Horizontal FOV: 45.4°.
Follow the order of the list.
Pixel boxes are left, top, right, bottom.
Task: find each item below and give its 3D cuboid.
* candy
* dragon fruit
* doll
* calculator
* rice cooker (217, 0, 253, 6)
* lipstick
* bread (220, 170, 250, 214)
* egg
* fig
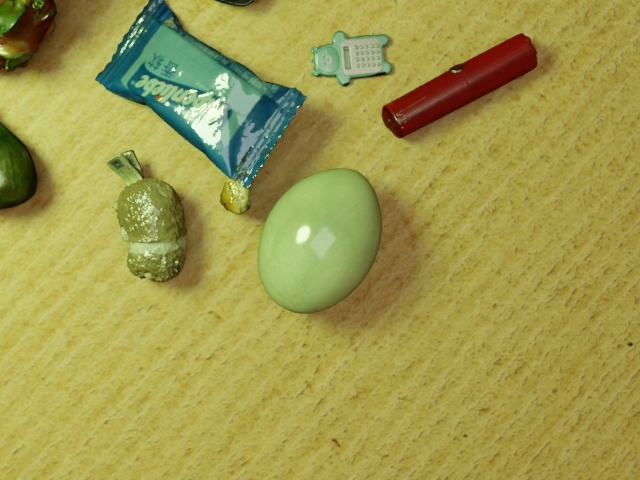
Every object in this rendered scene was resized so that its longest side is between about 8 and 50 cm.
[{"bbox_3d":[-0.194,-0.245,1.229,0.331,0.077,0.187,34,87,15],"label":"candy"},{"bbox_3d":[-0.473,-0.354,1.127,0.198,0.269,0.200,-5,98,-37],"label":"dragon fruit"},{"bbox_3d":[-0.275,-0.040,1.243,0.114,0.105,0.221,-16,86,35],"label":"doll"},{"bbox_3d":[0.052,-0.314,1.313,0.141,0.019,0.094,-8,96,-7],"label":"calculator"},{"bbox_3d":[-0.166,-0.455,1.238,0.165,0.106,0.112,28,85,3],"label":"rice cooker"},{"bbox_3d":[0.238,-0.264,1.314,0.279,0.073,0.073,-29,96,-6],"label":"lipstick"},{"bbox_3d":[-0.139,-0.078,1.255,0.053,0.106,0.072,0,93,-8],"label":"bread"},{"bbox_3d":[0.000,0.000,1.235,0.186,0.186,0.253,28,93,-8],"label":"egg"},{"bbox_3d":[-0.515,-0.133,1.213,0.117,0.117,0.178,-14,78,-6],"label":"fig"}]
